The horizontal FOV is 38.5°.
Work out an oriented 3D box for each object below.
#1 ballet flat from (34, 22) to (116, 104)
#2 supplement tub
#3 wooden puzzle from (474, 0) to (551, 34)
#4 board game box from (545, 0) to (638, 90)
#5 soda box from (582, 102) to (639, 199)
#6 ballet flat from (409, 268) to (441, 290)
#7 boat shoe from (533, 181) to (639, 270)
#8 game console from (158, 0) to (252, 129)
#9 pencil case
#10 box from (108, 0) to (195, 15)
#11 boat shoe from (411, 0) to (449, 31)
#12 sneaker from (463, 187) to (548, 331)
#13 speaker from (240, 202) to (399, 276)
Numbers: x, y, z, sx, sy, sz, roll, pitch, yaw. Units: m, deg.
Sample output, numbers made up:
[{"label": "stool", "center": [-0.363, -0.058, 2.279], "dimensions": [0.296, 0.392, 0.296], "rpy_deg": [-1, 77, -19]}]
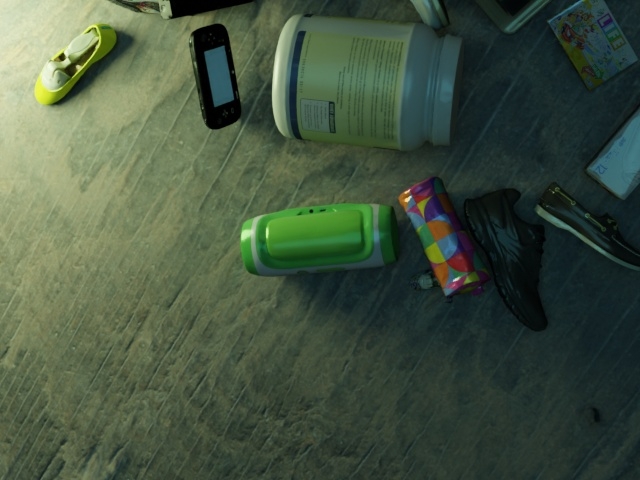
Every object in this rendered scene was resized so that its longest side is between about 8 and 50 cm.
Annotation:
[{"label": "ballet flat", "center": [-0.523, -0.371, 1.902], "dimensions": [0.231, 0.077, 0.077], "rpy_deg": [-38, 86, 12]}, {"label": "supplement tub", "center": [0.092, -0.291, 1.699], "dimensions": [0.324, 0.235, 0.236], "rpy_deg": [8, 95, 11]}, {"label": "wooden puzzle", "center": [0.360, -0.508, 1.645], "dimensions": [0.221, 0.044, 0.238], "rpy_deg": [-41, 130, 18]}, {"label": "board game box", "center": [0.502, -0.370, 1.692], "dimensions": [0.103, 0.026, 0.154], "rpy_deg": [-33, 103, 12]}, {"label": "soda box", "center": [0.608, -0.209, 1.666], "dimensions": [0.091, 0.098, 0.286], "rpy_deg": [41, 100, 6]}, {"label": "ballet flat", "center": [0.228, 0.075, 1.794], "dimensions": [0.114, 0.041, 0.041], "rpy_deg": [-11, 92, 13]}, {"label": "boat shoe", "center": [0.511, -0.025, 1.706], "dimensions": [0.227, 0.081, 0.069], "rpy_deg": [33, 104, 10]}, {"label": "game console", "center": [-0.207, -0.404, 1.793], "dimensions": [0.044, 0.213, 0.361], "rpy_deg": [11, 117, 42]}, {"label": "pencil case", "center": [0.236, -0.002, 1.740], "dimensions": [0.104, 0.104, 0.236], "rpy_deg": [-26, 77, 12]}, {"label": "box", "center": [-0.324, -0.582, 1.801], "dimensions": [0.142, 0.163, 0.247], "rpy_deg": [6, 95, 13]}, {"label": "boat shoe", "center": [0.144, -0.517, 1.742], "dimensions": [0.103, 0.113, 0.302], "rpy_deg": [-29, 77, 13]}, {"label": "sneaker", "center": [0.377, 0.033, 1.731], "dimensions": [0.130, 0.109, 0.286], "rpy_deg": [-24, 91, 6]}, {"label": "speaker", "center": [0.000, 0.000, 1.794], "dimensions": [0.296, 0.131, 0.131], "rpy_deg": [-5, 93, 12]}]
